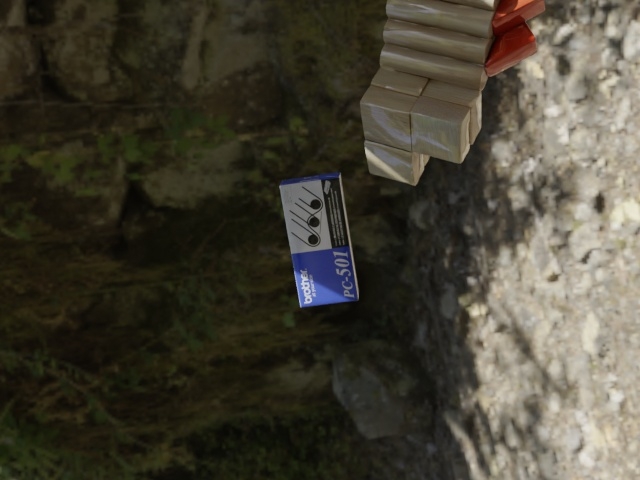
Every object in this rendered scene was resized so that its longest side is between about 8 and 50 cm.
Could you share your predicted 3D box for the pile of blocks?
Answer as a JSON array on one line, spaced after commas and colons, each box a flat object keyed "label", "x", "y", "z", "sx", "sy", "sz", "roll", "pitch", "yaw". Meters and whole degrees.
[{"label": "pile of blocks", "x": 0.128, "y": -0.214, "z": 0.717, "sx": 0.149, "sy": 0.113, "sz": 0.362, "roll": -28, "pitch": -48, "yaw": -61}]

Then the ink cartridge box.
[{"label": "ink cartridge box", "x": 0.000, "y": 0.000, "z": 1.516, "sx": 0.046, "sy": 0.097, "sz": 0.207, "roll": -75, "pitch": -24, "yaw": -74}]
